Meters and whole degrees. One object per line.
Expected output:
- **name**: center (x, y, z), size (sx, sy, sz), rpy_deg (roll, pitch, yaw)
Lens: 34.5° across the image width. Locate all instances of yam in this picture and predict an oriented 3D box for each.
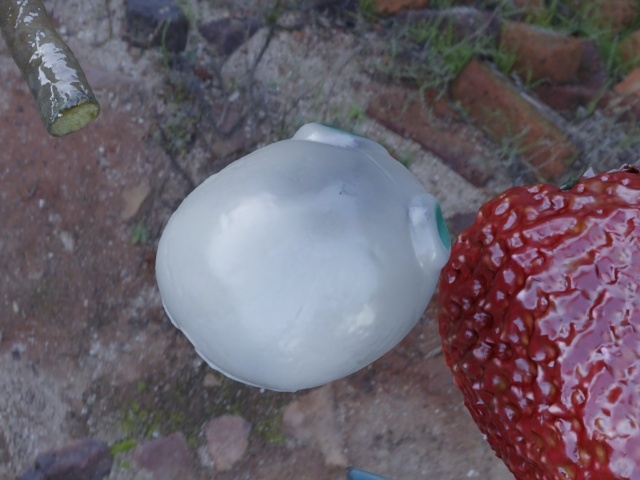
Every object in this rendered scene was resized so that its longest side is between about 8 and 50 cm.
- **yam**: center (-0.393, -0.288, 1.395), size (0.081, 0.081, 0.356), rpy_deg (-18, 62, -24)

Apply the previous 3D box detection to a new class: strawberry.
- **strawberry**: center (0.247, 0.086, 0.839), size (0.267, 0.312, 0.351), rpy_deg (46, 23, -23)

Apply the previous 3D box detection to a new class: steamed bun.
- **steamed bun**: center (0.000, 0.000, 0.724), size (0.228, 0.130, 0.177), rpy_deg (-22, 63, -44)

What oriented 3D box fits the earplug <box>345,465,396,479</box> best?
- **earplug**: center (0.182, 0.316, 0.993), size (0.324, 0.185, 0.185), rpy_deg (2, 61, 1)
